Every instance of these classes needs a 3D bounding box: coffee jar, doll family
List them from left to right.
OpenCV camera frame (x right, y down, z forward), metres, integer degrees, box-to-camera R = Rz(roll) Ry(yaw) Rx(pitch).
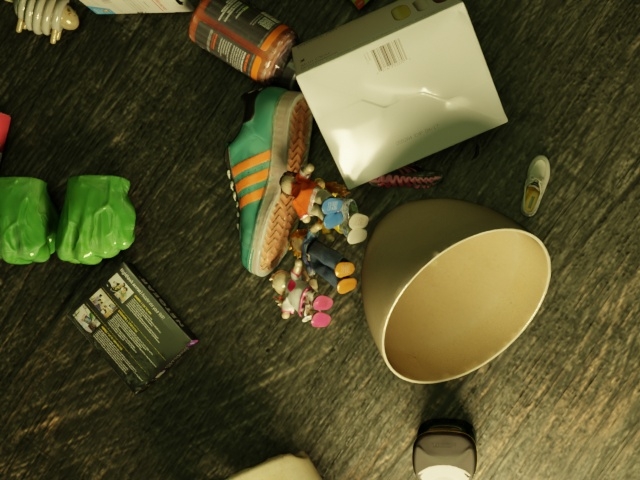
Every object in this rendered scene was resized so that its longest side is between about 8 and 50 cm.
[{"bbox_3d":[0.000,0.000,1.531,0.118,0.163,0.263,-8,117,-31],"label":"doll family"},{"bbox_3d":[0.187,0.317,1.477,0.096,0.184,0.079,-1,87,9],"label":"coffee jar"}]

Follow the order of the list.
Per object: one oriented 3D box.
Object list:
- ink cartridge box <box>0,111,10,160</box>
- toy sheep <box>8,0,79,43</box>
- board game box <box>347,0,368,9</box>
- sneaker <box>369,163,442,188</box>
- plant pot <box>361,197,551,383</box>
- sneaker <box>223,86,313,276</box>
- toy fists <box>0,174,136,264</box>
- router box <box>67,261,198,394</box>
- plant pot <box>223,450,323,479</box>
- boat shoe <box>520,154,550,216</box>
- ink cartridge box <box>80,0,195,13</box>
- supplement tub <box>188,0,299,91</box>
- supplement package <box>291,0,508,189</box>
[{"bbox_3d":[-0.681,-0.097,1.662,0.226,0.131,0.306,12,87,9],"label":"ink cartridge box"},{"bbox_3d":[-0.474,-0.389,1.670,0.132,0.091,0.091,16,89,-9],"label":"toy sheep"},{"bbox_3d":[0.040,-0.459,1.551,0.092,0.181,0.043,-43,45,5],"label":"board game box"},{"bbox_3d":[0.137,-0.115,1.584,0.119,0.047,0.057,2,76,8],"label":"sneaker"},{"bbox_3d":[0.173,0.046,1.478,0.284,0.284,0.191,-41,46,5],"label":"plant pot"},{"bbox_3d":[-0.098,-0.098,1.595,0.121,0.108,0.302,13,94,27],"label":"sneaker"},{"bbox_3d":[-0.439,-0.027,1.641,0.279,0.096,0.142,0,76,10],"label":"toy fists"},{"bbox_3d":[-0.311,0.145,1.634,0.133,0.046,0.179,-42,82,4],"label":"router box"},{"bbox_3d":[-0.060,0.497,1.461,0.334,0.334,0.305,-30,72,6],"label":"plant pot"},{"bbox_3d":[0.338,-0.087,1.552,0.035,0.035,0.100,18,90,9],"label":"boat shoe"},{"bbox_3d":[-0.303,-0.420,1.635,0.180,0.104,0.060,0,86,8],"label":"ink cartridge box"},{"bbox_3d":[-0.109,-0.321,1.599,0.198,0.106,0.106,34,92,9],"label":"supplement tub"},{"bbox_3d":[0.116,-0.238,1.500,0.262,0.145,0.204,-23,116,6],"label":"supplement package"}]
